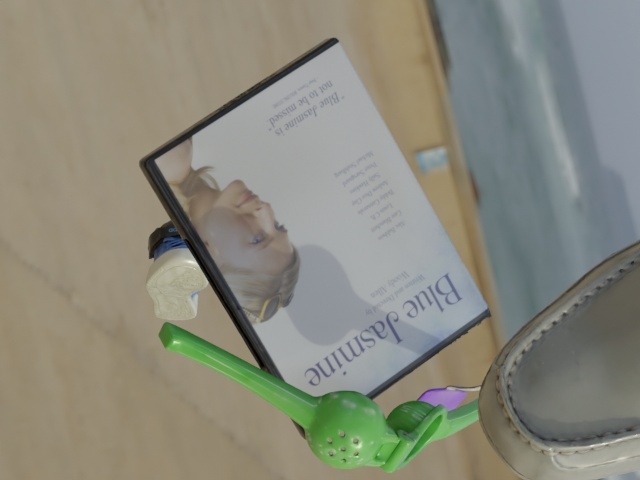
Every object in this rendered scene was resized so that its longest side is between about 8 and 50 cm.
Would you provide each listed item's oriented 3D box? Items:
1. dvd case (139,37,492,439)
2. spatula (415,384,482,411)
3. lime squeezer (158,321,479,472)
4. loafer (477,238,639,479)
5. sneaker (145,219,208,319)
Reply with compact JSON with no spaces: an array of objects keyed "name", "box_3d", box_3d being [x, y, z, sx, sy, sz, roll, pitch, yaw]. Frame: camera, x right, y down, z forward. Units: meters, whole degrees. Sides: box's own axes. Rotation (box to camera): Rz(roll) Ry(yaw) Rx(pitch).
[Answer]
[{"name":"dvd case","box_3d":[0.000,0.000,1.388,0.253,0.180,0.022,60,-18,-14]},{"name":"spatula","box_3d":[0.197,0.163,2.163,0.084,0.296,0.030,8,57,-47]},{"name":"lime squeezer","box_3d":[0.035,0.125,1.308,0.110,0.310,0.059,36,-69,53]},{"name":"loafer","box_3d":[0.220,0.015,0.901,0.112,0.319,0.111,56,-12,18]},{"name":"sneaker","box_3d":[-0.128,0.011,1.662,0.152,0.058,0.084,100,-10,-70]}]
